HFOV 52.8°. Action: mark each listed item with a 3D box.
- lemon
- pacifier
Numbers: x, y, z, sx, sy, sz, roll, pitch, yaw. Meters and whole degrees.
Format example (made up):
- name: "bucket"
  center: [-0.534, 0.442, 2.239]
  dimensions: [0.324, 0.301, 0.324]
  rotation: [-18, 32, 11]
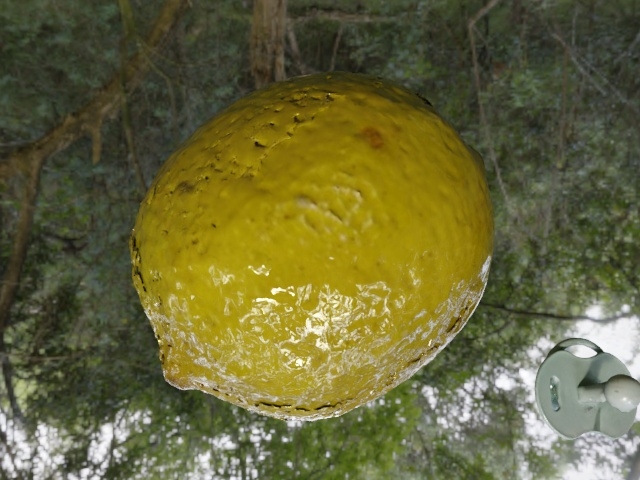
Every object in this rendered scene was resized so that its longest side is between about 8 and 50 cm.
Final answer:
- name: "lemon"
  center: [0.000, 0.000, 0.512]
  dimensions: [0.310, 0.258, 0.258]
  rotation: [-33, -168, -13]
- name: "pacifier"
  center: [0.333, 0.175, 0.770]
  dimensions: [0.150, 0.127, 0.116]
  rotation: [12, 160, -14]
